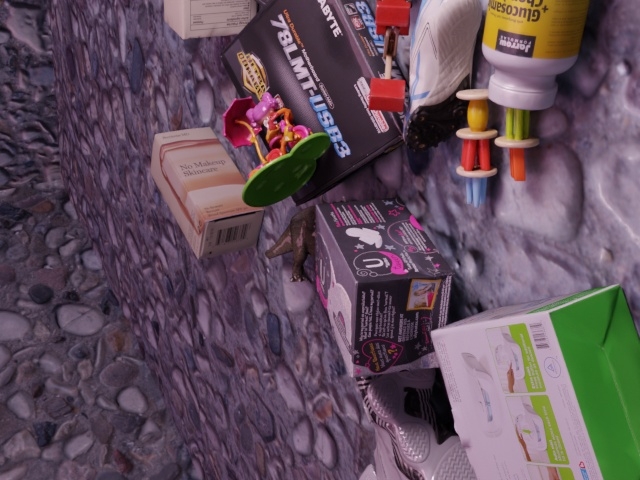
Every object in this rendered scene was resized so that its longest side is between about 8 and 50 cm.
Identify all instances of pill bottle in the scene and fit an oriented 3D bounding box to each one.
[{"bbox_3d":[0.229,-0.238,0.792,0.103,0.103,0.184,40,136,47],"label":"pill bottle"}]

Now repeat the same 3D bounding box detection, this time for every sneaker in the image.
[{"bbox_3d":[0.118,0.310,1.219,0.366,0.137,0.210,60,146,19],"label":"sneaker"},{"bbox_3d":[0.152,-0.225,0.973,0.086,0.085,0.237,-109,21,-48],"label":"sneaker"}]

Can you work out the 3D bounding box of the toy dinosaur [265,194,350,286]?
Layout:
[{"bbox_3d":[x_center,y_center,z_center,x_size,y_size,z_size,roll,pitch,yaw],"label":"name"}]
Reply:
[{"bbox_3d":[0.000,0.000,1.347,0.313,0.120,0.161,-174,84,-65],"label":"toy dinosaur"}]

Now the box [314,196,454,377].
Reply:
[{"bbox_3d":[0.080,0.061,1.093,0.247,0.142,0.164,-113,22,-60],"label":"box"}]

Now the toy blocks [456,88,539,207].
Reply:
[{"bbox_3d":[0.218,-0.108,0.926,0.123,0.054,0.148,27,126,55],"label":"toy blocks"}]

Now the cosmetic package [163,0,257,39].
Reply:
[{"bbox_3d":[-0.201,-0.543,1.370,0.113,0.160,0.310,48,141,42],"label":"cosmetic package"}]

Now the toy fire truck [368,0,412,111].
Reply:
[{"bbox_3d":[0.095,-0.277,0.993,0.135,0.047,0.192,91,-175,-46],"label":"toy fire truck"}]

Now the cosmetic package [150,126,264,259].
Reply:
[{"bbox_3d":[-0.264,-0.114,1.701,0.296,0.153,0.129,54,144,32],"label":"cosmetic package"}]

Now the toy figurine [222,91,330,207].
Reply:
[{"bbox_3d":[-0.086,-0.166,1.167,0.173,0.130,0.159,-43,67,29],"label":"toy figurine"}]

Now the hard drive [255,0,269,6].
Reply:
[{"bbox_3d":[-0.050,-0.536,1.198,0.237,0.064,0.339,46,141,42],"label":"hard drive"}]

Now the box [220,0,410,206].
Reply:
[{"bbox_3d":[-0.006,-0.239,1.167,0.293,0.073,0.296,-27,89,52],"label":"box"}]

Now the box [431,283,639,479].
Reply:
[{"bbox_3d":[0.275,0.208,0.899,0.231,0.126,0.262,-27,79,62],"label":"box"}]
